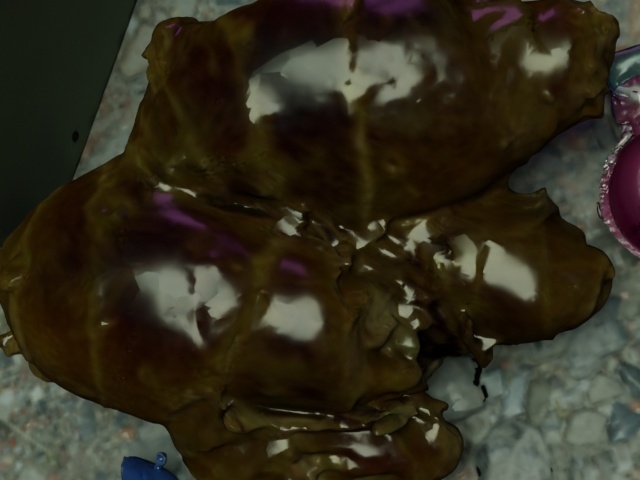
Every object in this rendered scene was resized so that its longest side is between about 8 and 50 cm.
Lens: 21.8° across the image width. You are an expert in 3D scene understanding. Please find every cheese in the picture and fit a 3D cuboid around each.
[{"bbox_3d":[0.195,-0.045,0.920,0.095,0.038,0.145,-17,69,9],"label":"cheese"}]

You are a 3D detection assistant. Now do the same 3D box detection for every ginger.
[{"bbox_3d":[0.005,-0.010,0.903,0.274,0.152,0.357,43,93,18],"label":"ginger"}]

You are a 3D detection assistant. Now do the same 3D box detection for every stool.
[{"bbox_3d":[-0.258,-0.158,0.993,0.244,0.170,0.269,17,83,16],"label":"stool"}]

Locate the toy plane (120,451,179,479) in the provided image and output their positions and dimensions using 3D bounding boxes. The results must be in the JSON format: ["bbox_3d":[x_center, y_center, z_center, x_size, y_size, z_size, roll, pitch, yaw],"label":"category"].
[{"bbox_3d":[-0.075,0.196,0.941,0.062,0.054,0.167,-41,69,30],"label":"toy plane"}]
